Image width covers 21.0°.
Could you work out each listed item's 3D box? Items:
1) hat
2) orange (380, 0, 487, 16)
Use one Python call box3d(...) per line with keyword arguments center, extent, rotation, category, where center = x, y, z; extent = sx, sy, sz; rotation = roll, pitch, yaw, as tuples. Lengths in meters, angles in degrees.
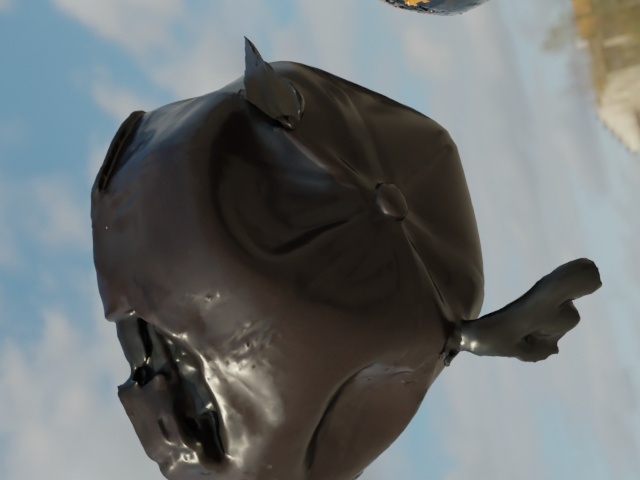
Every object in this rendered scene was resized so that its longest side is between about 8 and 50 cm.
box3d(center=(0.025, -0.020, 0.965), extent=(0.238, 0.209, 0.336), rotation=(52, -150, -9), category="hat")
box3d(center=(0.089, -0.295, 1.401), extent=(0.182, 0.234, 0.234), rotation=(-47, -55, -47), category="orange")
